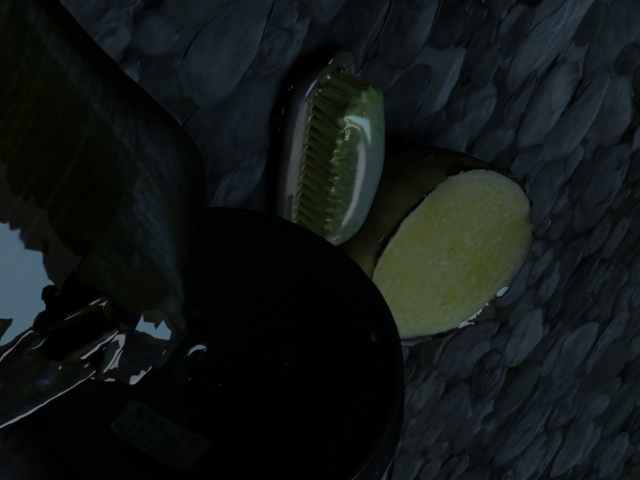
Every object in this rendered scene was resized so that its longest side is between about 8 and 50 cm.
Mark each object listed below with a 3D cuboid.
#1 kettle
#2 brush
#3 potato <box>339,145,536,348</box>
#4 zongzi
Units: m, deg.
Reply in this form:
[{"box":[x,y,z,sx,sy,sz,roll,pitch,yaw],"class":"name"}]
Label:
[{"box":[-0.080,0.191,1.281,0.324,0.228,0.321,91,23,-58],"class":"kettle"},{"box":[0.000,0.002,1.395,0.072,0.067,0.313,-34,149,-36],"class":"brush"},{"box":[0.080,-0.008,1.497,0.164,0.081,0.200,-46,150,1],"class":"potato"},{"box":[-0.313,-0.053,0.745,0.403,0.432,0.208,57,25,-34],"class":"zongzi"}]
